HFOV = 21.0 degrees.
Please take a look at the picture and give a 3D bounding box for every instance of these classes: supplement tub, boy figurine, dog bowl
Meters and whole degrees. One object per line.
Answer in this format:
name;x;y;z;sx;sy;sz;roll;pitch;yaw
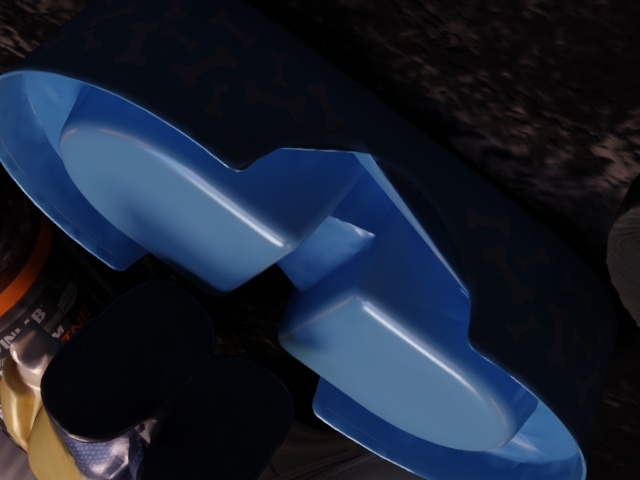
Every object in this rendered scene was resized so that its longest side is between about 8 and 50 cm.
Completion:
supplement tub;-0.178;0.036;0.972;0.106;0.106;0.198;10;148;40
boy figurine;-0.085;0.113;0.854;0.177;0.092;0.285;42;162;4
dog bowl;0.000;0.000;0.732;0.297;0.074;0.166;37;155;-9

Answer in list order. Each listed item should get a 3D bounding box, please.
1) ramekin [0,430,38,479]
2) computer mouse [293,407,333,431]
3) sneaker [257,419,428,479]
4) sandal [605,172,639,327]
ramekin;-0.227;0.155;1.252;0.207;0.109;0.207;26;155;13
computer mouse;0.056;0.165;1.022;0.193;0.042;0.106;29;152;20
sneaker;-0.017;0.161;0.934;0.111;0.129;0.297;51;140;-12
sandal;0.225;0.137;0.680;0.167;0.107;0.446;10;147;40
